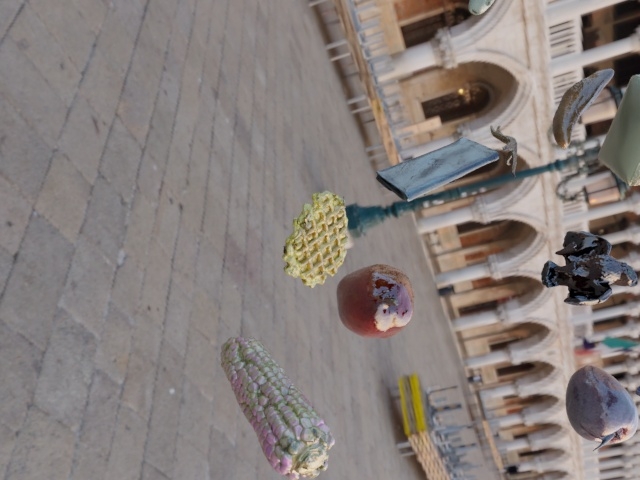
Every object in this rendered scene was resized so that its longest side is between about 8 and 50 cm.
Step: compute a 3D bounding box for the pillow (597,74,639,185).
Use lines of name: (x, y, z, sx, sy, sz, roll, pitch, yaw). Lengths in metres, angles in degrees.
pillow: (1.050, -0.366, 2.067, 0.255, 0.119, 0.322, -99, -162, -59)

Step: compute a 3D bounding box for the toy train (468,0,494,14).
toy train: (0.392, -0.582, 1.310, 0.052, 0.234, 0.051, 33, 20, -5)

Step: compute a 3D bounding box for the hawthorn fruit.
hawthorn fruit: (0.192, 0.222, 2.222, 0.311, 0.295, 0.295, -25, 99, -69)

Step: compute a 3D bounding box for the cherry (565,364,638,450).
cherry: (0.825, 0.495, 1.834, 0.213, 0.183, 0.266, 30, 45, -38)

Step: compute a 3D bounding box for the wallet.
wallet: (0.382, -0.238, 2.032, 0.190, 0.379, 0.046, 44, -29, 48)

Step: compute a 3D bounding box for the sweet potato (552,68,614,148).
sweet potato: (0.897, -0.479, 2.183, 0.114, 0.341, 0.092, 31, -9, 29)

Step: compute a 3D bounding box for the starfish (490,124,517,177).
starfish: (0.430, -0.211, 1.417, 0.133, 0.041, 0.130, 64, 15, 0)

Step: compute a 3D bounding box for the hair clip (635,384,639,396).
hair clip: (0.937, 0.336, 1.660, 0.278, 0.137, 0.090, -20, 123, -38)

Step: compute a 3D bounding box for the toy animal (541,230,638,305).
toy animal: (0.610, 0.074, 1.412, 0.116, 0.179, 0.219, 110, -3, -49)

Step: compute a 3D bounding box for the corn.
corn: (-0.097, 0.308, 1.182, 0.335, 0.126, 0.127, 41, -17, 47)

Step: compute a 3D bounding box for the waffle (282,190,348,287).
waffle: (-0.003, -0.001, 1.771, 0.262, 0.060, 0.281, 18, 95, -54)
